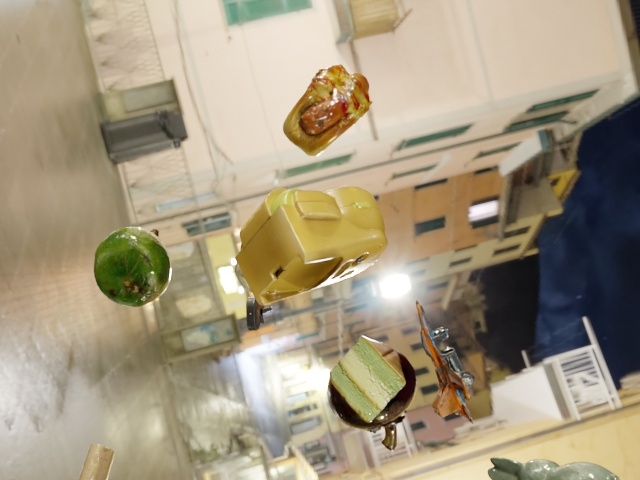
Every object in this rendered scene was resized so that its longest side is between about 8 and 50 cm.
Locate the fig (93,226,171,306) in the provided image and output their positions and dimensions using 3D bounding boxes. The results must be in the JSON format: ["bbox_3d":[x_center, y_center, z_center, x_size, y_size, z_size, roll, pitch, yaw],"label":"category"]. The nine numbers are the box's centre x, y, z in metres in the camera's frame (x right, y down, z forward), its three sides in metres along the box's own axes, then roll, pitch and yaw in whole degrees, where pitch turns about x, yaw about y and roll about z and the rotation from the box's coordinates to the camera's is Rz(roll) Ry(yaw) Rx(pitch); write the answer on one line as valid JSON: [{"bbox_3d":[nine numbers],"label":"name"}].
[{"bbox_3d":[-0.459,0.052,1.871,0.235,0.203,0.203,-58,137,-69],"label":"fig"}]

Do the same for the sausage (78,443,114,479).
[{"bbox_3d":[-0.481,0.570,1.497,0.065,0.066,0.301,84,6,-50],"label":"sausage"}]

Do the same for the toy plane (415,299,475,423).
[{"bbox_3d":[0.185,0.177,1.086,0.135,0.062,0.188,146,-66,-80],"label":"toy plane"}]

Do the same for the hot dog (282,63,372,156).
[{"bbox_3d":[0.030,-0.329,1.765,0.150,0.256,0.153,42,-30,-1],"label":"hot dog"}]

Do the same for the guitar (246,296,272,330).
[{"bbox_3d":[-0.161,0.191,1.985,0.233,0.025,0.088,2,85,-81],"label":"guitar"}]

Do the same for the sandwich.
[{"bbox_3d":[0.122,0.288,1.474,0.144,0.117,0.187,46,8,31],"label":"sandwich"}]

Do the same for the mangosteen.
[{"bbox_3d":[0.143,0.401,1.838,0.235,0.236,0.261,146,-81,-83],"label":"mangosteen"}]

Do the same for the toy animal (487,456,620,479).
[{"bbox_3d":[0.428,0.436,1.316,0.236,0.108,0.138,24,-74,50],"label":"toy animal"}]

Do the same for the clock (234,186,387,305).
[{"bbox_3d":[0.000,0.000,1.586,0.244,0.317,0.200,-42,-118,44],"label":"clock"}]

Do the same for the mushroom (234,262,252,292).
[{"bbox_3d":[-0.204,0.098,2.353,0.112,0.148,0.148,-175,-109,-77],"label":"mushroom"}]
